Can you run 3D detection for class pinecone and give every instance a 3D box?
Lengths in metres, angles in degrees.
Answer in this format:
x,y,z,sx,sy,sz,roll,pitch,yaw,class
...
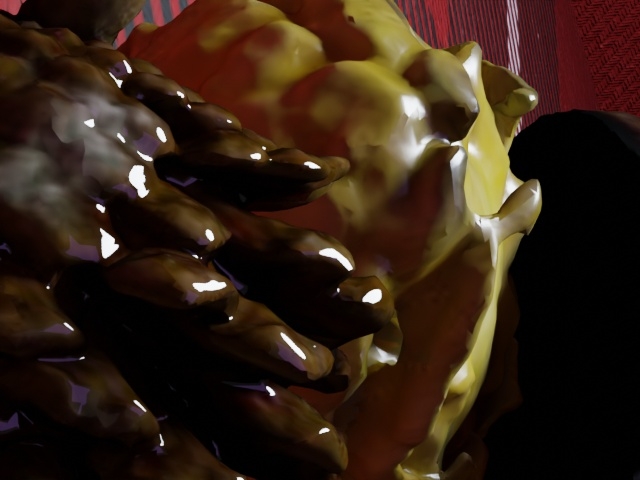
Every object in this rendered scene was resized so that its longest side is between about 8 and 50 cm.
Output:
x,y,z,sx,sy,sz,roll,pitch,yaw,class
-0.085,0.041,0.430,0.169,0.185,0.212,84,20,-62,pinecone

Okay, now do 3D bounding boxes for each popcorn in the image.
x,y,z,sx,sy,sz,roll,pitch,yaw,class
0.000,0.000,0.762,0.250,0.190,0.250,-8,90,-88,popcorn

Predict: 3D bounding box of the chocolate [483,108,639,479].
x,y,z,sx,sy,sz,roll,pitch,yaw,class
0.208,0.147,0.917,0.383,0.331,0.384,-161,-90,-76,chocolate
